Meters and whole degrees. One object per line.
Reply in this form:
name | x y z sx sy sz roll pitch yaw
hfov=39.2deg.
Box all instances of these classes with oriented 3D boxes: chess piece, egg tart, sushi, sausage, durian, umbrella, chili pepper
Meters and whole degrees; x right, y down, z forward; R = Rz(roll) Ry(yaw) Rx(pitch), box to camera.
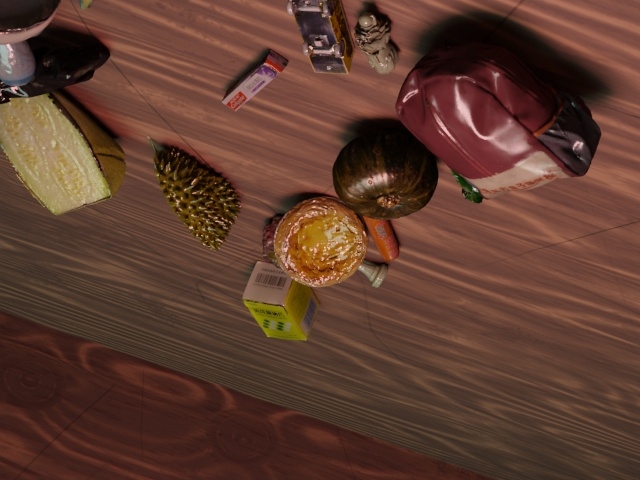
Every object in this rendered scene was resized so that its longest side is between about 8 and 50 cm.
chess piece | 0.121 0.074 2.365 0.103 0.067 0.067 29 153 -1
egg tart | 0.000 0.000 2.185 0.234 0.234 0.094 25 -165 -15
sushi | -0.041 0.030 2.330 0.241 0.108 0.161 18 157 -3
sausage | 0.135 -0.043 2.138 0.053 0.053 0.348 5 151 22
durian | -0.310 -0.091 2.210 0.169 0.158 0.355 21 158 33
umbrella | 0.098 -0.347 1.580 0.067 0.062 0.143 -20 145 8
chili pepper | 0.314 -0.139 1.847 0.108 0.062 0.216 18 154 14

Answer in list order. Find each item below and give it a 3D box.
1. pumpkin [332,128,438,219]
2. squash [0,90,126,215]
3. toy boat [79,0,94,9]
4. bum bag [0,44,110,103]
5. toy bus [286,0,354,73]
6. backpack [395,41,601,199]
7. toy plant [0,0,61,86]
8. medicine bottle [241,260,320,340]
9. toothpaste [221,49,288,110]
pumpkin | 0.134 -0.137 1.851 0.223 0.157 0.224 0 148 0
squash | -0.630 -0.236 2.065 0.233 0.210 0.309 -12 146 27
toy boat | -0.419 -0.514 1.517 0.084 0.111 0.276 3 149 16
bum bag | -0.600 -0.346 1.868 0.340 0.144 0.095 -6 115 23
toy bus | 0.003 -0.380 1.559 0.081 0.074 0.226 7 152 21
backpack | 0.289 -0.218 1.564 0.317 0.197 0.283 35 150 -22
toy plant | -0.628 -0.423 1.707 0.247 0.247 0.332 25 156 -15
medicine bottle | -0.110 0.179 2.614 0.137 0.141 0.250 9 152 23
toothpaste | -0.133 -0.316 1.798 0.047 0.040 0.196 31 151 -21
